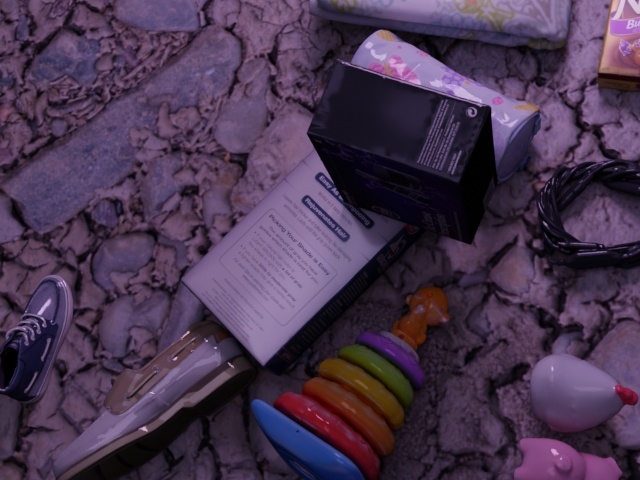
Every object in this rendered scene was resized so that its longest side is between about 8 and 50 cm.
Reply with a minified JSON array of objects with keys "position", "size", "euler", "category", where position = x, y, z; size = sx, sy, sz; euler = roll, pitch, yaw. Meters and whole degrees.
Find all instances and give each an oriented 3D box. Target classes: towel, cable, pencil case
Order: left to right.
[{"position":[0.166,-0.188,1.509],"size":[0.273,0.113,0.124],"euler":[30,84,19],"category":"pencil case"},{"position":[0.183,-0.447,1.579],"size":[0.375,0.090,0.320],"euler":[8,79,5],"category":"towel"},{"position":[0.383,-0.037,1.457],"size":[0.185,0.047,0.150],"euler":[-8,67,13],"category":"cable"}]

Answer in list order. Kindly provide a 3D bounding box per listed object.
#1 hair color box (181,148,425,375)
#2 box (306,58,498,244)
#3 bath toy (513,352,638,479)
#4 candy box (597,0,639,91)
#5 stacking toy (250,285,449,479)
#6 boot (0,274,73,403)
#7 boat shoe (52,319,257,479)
[{"position":[0.000,0.000,1.493],"size":[0.347,0.105,0.174],"euler":[-44,72,-3],"category":"hair color box"},{"position":[0.105,-0.097,1.307],"size":[0.184,0.261,0.103],"euler":[22,80,16],"category":"box"},{"position":[0.304,0.306,1.319],"size":[0.129,0.151,0.348],"euler":[2,64,26],"category":"bath toy"},{"position":[0.451,-0.299,1.511],"size":[0.109,0.053,0.186],"euler":[9,75,16],"category":"candy box"},{"position":[0.068,0.178,1.416],"size":[0.175,0.165,0.302],"euler":[28,70,30],"category":"stacking toy"},{"position":[-0.408,0.134,1.555],"size":[0.069,0.086,0.189],"euler":[5,75,14],"category":"boot"},{"position":[-0.237,0.224,1.485],"size":[0.302,0.113,0.103],"euler":[-33,68,-10],"category":"boat shoe"}]
